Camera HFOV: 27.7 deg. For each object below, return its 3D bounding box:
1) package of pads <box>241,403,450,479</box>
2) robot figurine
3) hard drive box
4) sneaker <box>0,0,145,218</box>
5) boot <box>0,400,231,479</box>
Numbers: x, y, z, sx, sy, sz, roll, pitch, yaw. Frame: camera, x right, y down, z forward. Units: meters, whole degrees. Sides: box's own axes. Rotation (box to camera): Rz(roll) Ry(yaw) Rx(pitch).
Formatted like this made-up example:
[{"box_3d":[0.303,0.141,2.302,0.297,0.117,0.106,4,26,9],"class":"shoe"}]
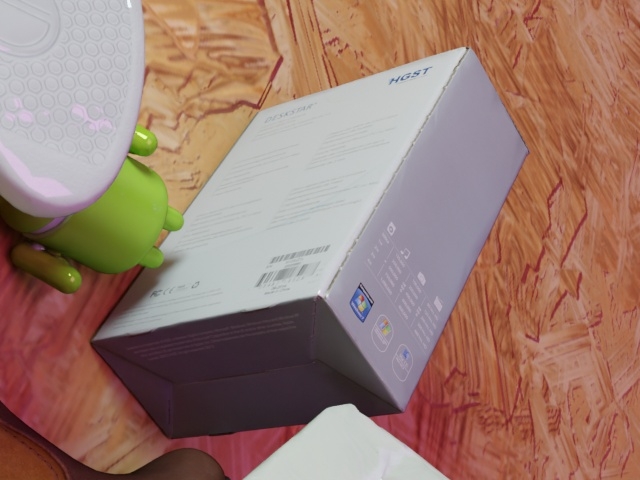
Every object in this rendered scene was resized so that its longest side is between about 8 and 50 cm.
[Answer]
[{"box_3d":[-0.071,0.239,0.606,0.101,0.229,0.296,36,38,16],"class":"package of pads"},{"box_3d":[-0.131,-0.024,0.718,0.115,0.067,0.101,32,88,-42],"class":"robot figurine"},{"box_3d":[0.000,0.000,0.782,0.089,0.181,0.232,55,44,-25],"class":"hard drive box"},{"box_3d":[-0.178,-0.123,0.608,0.104,0.147,0.296,-6,68,-44],"class":"sneaker"},{"box_3d":[-0.180,0.058,0.645,0.264,0.096,0.280,-17,87,-41],"class":"boot"}]
